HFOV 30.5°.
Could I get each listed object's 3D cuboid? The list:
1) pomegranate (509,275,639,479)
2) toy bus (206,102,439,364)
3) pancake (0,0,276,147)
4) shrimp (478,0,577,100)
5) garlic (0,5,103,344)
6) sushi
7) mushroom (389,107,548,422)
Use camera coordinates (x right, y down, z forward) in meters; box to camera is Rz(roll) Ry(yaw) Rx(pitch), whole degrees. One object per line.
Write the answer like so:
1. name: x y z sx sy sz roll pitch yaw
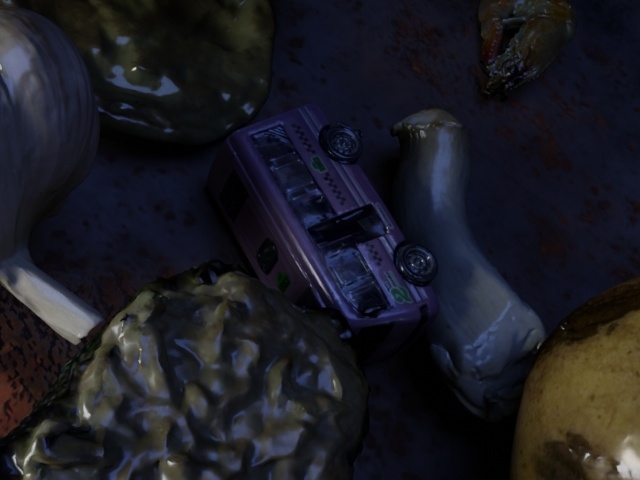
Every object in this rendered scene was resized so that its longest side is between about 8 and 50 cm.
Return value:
1. pomegranate: 0.283 0.170 0.823 0.322 0.322 0.322 14 55 -21
2. toy bus: 0.000 0.000 0.897 0.108 0.096 0.199 -19 69 -31
3. pancake: -0.168 -0.189 0.956 0.294 0.049 0.294 16 52 -22
4. shrimp: 0.196 -0.201 1.170 0.101 0.042 0.190 21 50 11
5. garlic: -0.216 -0.019 0.730 0.218 0.218 0.212 -30 87 -38
6. sushi: -0.101 0.161 0.692 0.211 0.171 0.350 37 51 -5
7. mushroom: 0.107 0.015 0.948 0.099 0.096 0.278 5 55 -27
